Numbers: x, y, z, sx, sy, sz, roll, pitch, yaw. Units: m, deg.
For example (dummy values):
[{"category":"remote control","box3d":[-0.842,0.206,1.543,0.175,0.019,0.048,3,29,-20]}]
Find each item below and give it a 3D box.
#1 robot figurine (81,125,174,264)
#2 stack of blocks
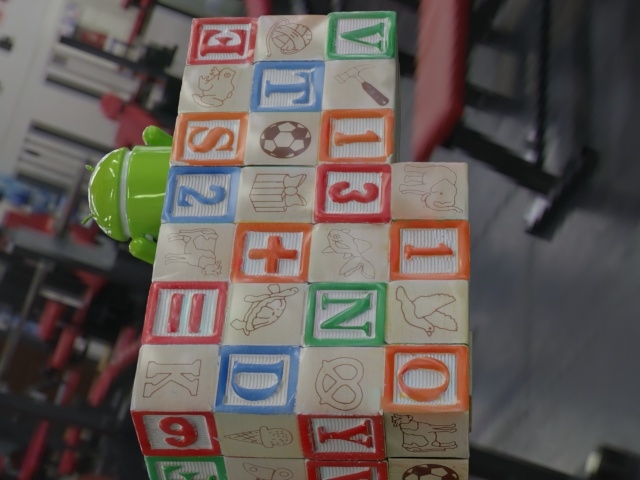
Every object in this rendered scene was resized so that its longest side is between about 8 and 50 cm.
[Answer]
[{"category":"robot figurine","box3d":[-0.107,-0.032,1.098,0.067,0.115,0.101,81,-170,-65]},{"category":"stack of blocks","box3d":[0.000,0.000,0.909,0.087,0.171,0.297,84,-173,-50]}]
